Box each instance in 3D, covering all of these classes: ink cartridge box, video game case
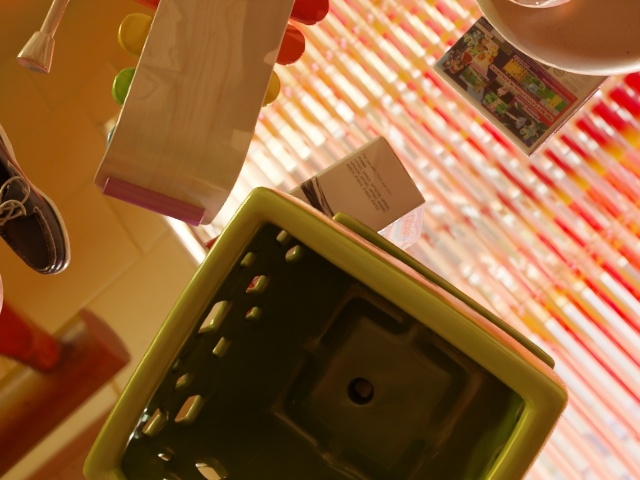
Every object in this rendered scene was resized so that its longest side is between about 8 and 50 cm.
[{"bbox_3d":[0.000,0.000,1.382,0.114,0.272,0.197,56,-6,14],"label":"ink cartridge box"},{"bbox_3d":[0.291,-0.248,1.460,0.201,0.183,0.023,46,6,20],"label":"video game case"}]

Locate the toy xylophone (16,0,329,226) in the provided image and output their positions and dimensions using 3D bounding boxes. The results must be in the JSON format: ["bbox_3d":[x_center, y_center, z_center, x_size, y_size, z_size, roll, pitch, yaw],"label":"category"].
[{"bbox_3d":[-0.129,-0.189,0.938,0.236,0.323,0.081,28,-18,-13],"label":"toy xylophone"}]

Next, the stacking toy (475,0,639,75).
[{"bbox_3d":[0.275,-0.417,1.176,0.350,0.350,0.480,49,11,-26],"label":"stacking toy"}]

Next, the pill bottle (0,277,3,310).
[{"bbox_3d":[-0.391,0.059,0.900,0.117,0.117,0.208,49,24,9],"label":"pill bottle"}]

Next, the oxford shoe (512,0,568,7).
[{"bbox_3d":[0.132,-0.361,0.752,0.132,0.129,0.364,15,57,-76],"label":"oxford shoe"}]

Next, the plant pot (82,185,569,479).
[{"bbox_3d":[0.019,0.113,0.693,0.228,0.227,0.207,35,11,12],"label":"plant pot"}]

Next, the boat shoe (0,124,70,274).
[{"bbox_3d":[-0.421,-0.063,1.359,0.255,0.095,0.079,64,16,-3],"label":"boat shoe"}]
